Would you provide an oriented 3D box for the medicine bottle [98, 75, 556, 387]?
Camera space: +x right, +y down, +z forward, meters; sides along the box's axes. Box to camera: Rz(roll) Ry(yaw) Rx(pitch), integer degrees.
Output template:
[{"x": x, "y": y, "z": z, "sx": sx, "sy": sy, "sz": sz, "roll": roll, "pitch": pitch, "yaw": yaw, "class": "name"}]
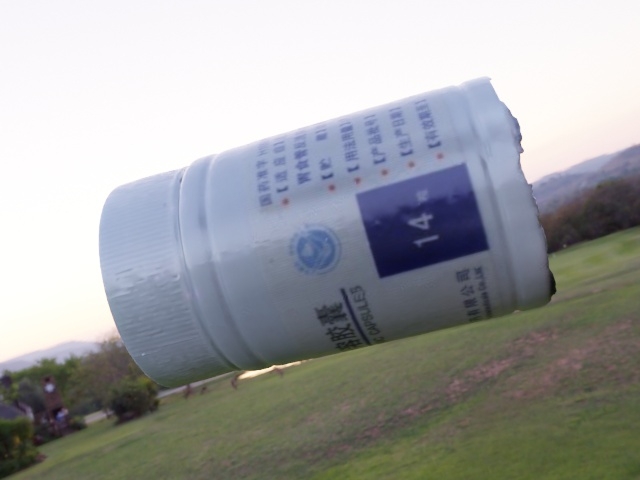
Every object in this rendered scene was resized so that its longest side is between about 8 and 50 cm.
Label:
[{"x": 0.000, "y": 0.000, "z": 0.541, "sx": 0.332, "sy": 0.190, "sz": 0.190, "roll": -15, "pitch": -3, "yaw": 11, "class": "medicine bottle"}]
